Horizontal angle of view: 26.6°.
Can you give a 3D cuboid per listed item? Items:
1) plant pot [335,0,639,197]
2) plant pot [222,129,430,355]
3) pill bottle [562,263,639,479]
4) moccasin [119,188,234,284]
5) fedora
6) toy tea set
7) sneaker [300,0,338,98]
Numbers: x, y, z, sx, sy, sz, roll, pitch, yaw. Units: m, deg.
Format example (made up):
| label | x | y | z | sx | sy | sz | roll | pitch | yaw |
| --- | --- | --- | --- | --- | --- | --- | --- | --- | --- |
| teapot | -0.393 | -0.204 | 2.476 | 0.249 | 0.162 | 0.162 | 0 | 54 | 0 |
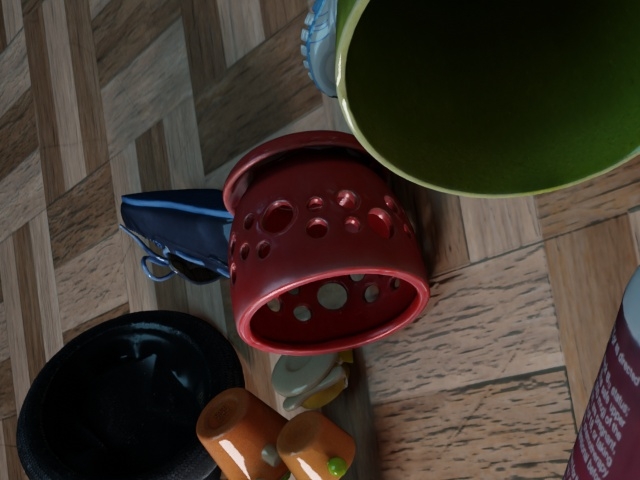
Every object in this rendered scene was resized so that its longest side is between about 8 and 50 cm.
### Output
| label | x | y | z | sx | sy | sz | roll | pitch | yaw |
| --- | --- | --- | --- | --- | --- | --- | --- | --- | --- |
| plant pot | 0.129 | -0.232 | 1.022 | 0.274 | 0.275 | 0.293 | 117 | 154 | -43 |
| plant pot | 0.000 | 0.000 | 1.333 | 0.191 | 0.191 | 0.174 | 128 | 139 | -50 |
| pill bottle | 0.269 | 0.131 | 0.817 | 0.224 | 0.224 | 0.392 | 47 | 133 | 49 |
| moccasin | -0.157 | 0.002 | 1.660 | 0.342 | 0.138 | 0.116 | 15 | 111 | 60 |
| fedora | -0.227 | 0.249 | 1.746 | 0.334 | 0.334 | 0.152 | 49 | 164 | 48 |
| toy tea set | -0.029 | 0.258 | 1.407 | 0.200 | 0.124 | 0.336 | -29 | 31 | 19 |
| sneaker | 0.035 | -0.230 | 1.356 | 0.083 | 0.071 | 0.190 | 34 | 123 | 48 |
